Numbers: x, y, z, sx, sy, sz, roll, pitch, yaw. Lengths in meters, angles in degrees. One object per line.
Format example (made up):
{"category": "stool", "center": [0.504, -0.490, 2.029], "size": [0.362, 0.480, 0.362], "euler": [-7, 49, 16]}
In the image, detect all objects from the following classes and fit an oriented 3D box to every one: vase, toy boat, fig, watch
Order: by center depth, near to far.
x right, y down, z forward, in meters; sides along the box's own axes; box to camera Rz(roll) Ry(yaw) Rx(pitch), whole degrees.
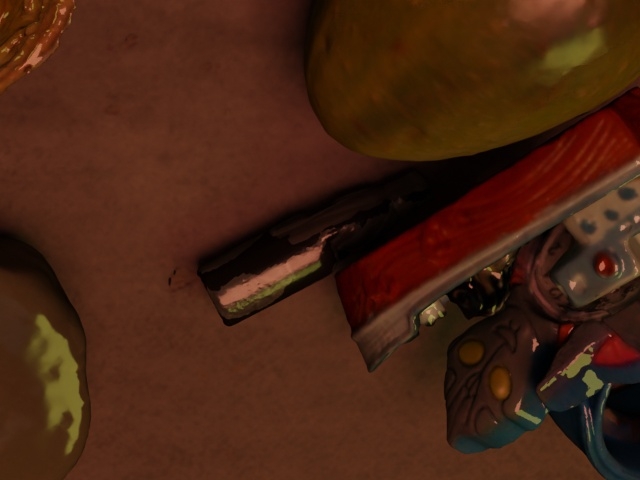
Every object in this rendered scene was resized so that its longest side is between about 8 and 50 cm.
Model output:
{"category": "fig", "center": [0.126, -0.185, 1.392], "size": [0.258, 0.258, 0.326], "euler": [35, 115, -28]}
{"category": "toy boat", "center": [0.153, 0.015, 1.475], "size": [0.332, 0.145, 0.133], "euler": [-32, 90, 28]}
{"category": "vase", "center": [0.000, 0.000, 1.544], "size": [0.211, 0.060, 0.060], "euler": [-28, 119, -3]}
{"category": "watch", "center": [0.270, 0.112, 1.601], "size": [0.305, 0.241, 0.274], "euler": [-45, 133, 8]}

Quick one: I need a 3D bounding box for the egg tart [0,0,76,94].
{"category": "egg tart", "center": [-0.317, -0.216, 1.310], "size": [0.341, 0.129, 0.341], "euler": [-8, 117, -15]}

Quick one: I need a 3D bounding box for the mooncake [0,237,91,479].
{"category": "mooncake", "center": [-0.318, 0.106, 1.459], "size": [0.275, 0.135, 0.275], "euler": [-8, 117, -17]}
